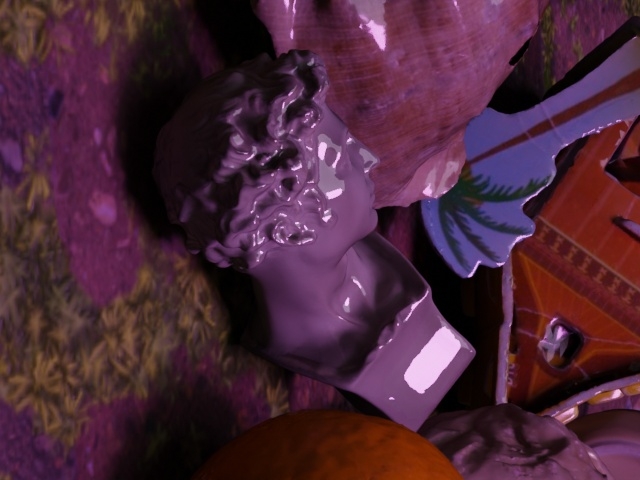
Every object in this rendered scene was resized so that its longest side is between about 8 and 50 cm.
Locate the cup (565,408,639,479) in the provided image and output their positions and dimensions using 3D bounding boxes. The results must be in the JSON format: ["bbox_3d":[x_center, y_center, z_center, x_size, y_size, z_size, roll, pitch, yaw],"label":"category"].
[{"bbox_3d":[0.283,0.209,1.619,0.202,0.255,0.173,18,51,-79],"label":"cup"}]

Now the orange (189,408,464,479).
[{"bbox_3d":[0.006,0.211,1.197,0.219,0.193,0.219,14,57,-23],"label":"orange"}]

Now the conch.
[{"bbox_3d":[0.061,-0.168,1.311,0.263,0.186,0.324,-45,121,-42],"label":"conch"}]

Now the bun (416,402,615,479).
[{"bbox_3d":[0.108,0.185,1.392,0.231,0.231,0.133,29,46,-58],"label":"bun"}]

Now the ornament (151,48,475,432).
[{"bbox_3d":[-0.010,0.011,1.252,0.130,0.120,0.285,-41,129,-20],"label":"ornament"}]

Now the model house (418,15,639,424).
[{"bbox_3d":[0.162,-0.008,1.582,0.323,0.340,0.300,-55,-178,-12],"label":"model house"}]
